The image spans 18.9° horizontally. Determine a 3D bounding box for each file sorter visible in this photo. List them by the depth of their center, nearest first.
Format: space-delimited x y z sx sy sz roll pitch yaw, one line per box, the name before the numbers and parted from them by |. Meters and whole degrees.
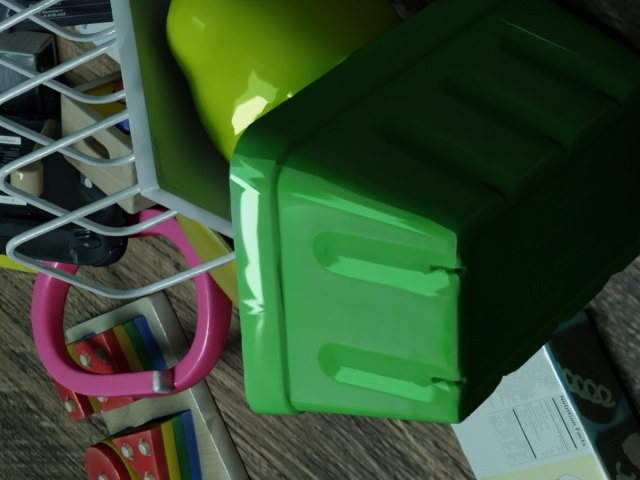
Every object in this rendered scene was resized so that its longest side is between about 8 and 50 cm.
file sorter | -0.165 -0.111 1.585 0.173 0.193 0.278 -23 64 25

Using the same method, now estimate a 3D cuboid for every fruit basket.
fruit basket | 0.032 -0.068 1.474 0.392 0.392 0.283 31 135 42

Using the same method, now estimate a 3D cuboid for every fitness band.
fitness band | -0.214 0.070 2.128 0.291 0.054 0.209 -5 83 42

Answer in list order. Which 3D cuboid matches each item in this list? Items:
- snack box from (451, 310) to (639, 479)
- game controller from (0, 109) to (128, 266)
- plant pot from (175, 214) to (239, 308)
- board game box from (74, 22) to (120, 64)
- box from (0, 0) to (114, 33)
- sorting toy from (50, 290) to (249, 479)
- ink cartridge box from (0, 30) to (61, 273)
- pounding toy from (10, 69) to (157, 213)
snack box | 0.228 0.233 1.685 0.187 0.060 0.322 -25 90 59
game controller | -0.339 -0.062 2.162 0.319 0.067 0.166 6 97 38
plant pot | 0.000 0.000 1.741 0.212 0.212 0.187 48 159 25
board game box | -0.128 -0.243 1.874 0.316 0.064 0.242 40 140 34
box | -0.226 -0.417 1.705 0.343 0.179 0.312 61 140 21
sorting toy | -0.225 0.212 2.304 0.257 0.089 0.255 -22 93 58
ink cartridge box | -0.447 -0.117 2.301 0.307 0.072 0.303 8 124 18
pounding toy | -0.227 -0.114 1.973 0.181 0.206 0.094 39 139 36
